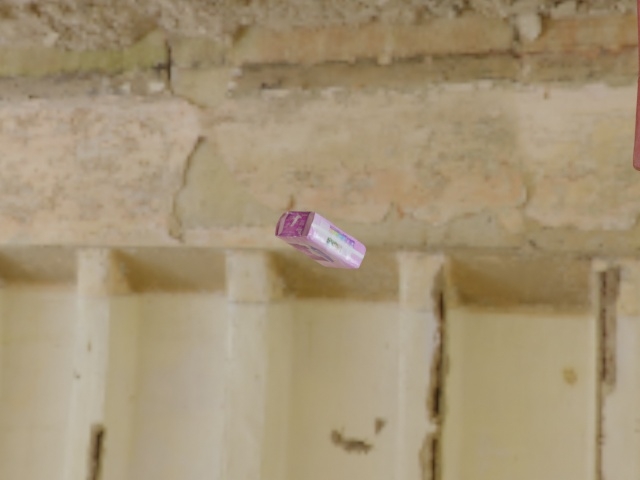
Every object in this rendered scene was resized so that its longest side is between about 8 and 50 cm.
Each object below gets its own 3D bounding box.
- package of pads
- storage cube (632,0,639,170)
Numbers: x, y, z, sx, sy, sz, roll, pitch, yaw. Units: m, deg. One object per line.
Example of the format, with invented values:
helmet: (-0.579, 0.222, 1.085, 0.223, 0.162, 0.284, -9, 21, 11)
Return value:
package of pads: (0.000, 0.000, 1.077, 0.050, 0.032, 0.083, 0, 156, 45)
storage cube: (0.404, -0.148, 0.956, 0.215, 0.183, 0.193, -4, -171, -14)
